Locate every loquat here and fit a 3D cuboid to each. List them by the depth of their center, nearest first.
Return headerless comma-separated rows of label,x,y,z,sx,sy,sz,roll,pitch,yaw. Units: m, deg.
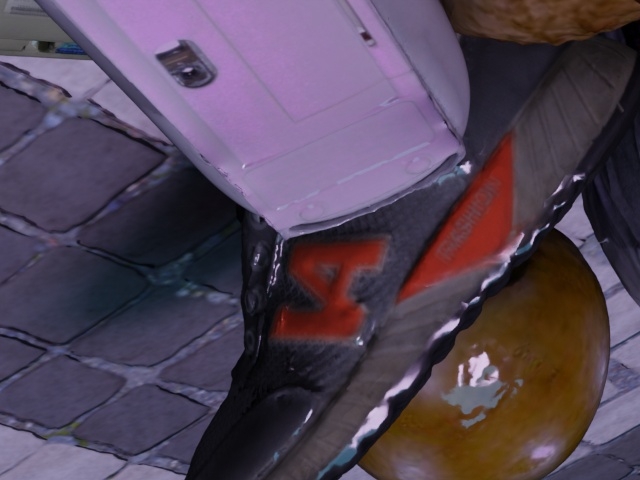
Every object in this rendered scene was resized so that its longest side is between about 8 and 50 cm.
loquat,0.080,0.068,1.036,0.179,0.179,0.227,-16,149,-8

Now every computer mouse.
computer mouse,-0.022,-0.081,0.662,0.126,0.056,0.245,-25,149,12

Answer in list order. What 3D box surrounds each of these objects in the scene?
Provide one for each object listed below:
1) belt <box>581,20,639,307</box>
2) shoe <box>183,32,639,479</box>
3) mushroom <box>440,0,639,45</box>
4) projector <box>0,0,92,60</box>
belt,0.243,-0.056,0.939,0.184,0.164,0.289,-19,153,-12
shoe,0.000,0.000,0.867,0.336,0.171,0.132,-51,174,13
mushroom,0.163,-0.137,0.678,0.267,0.267,0.254,-11,149,-16
projector,-0.061,-0.166,0.648,0.193,0.088,0.269,0,145,-27
